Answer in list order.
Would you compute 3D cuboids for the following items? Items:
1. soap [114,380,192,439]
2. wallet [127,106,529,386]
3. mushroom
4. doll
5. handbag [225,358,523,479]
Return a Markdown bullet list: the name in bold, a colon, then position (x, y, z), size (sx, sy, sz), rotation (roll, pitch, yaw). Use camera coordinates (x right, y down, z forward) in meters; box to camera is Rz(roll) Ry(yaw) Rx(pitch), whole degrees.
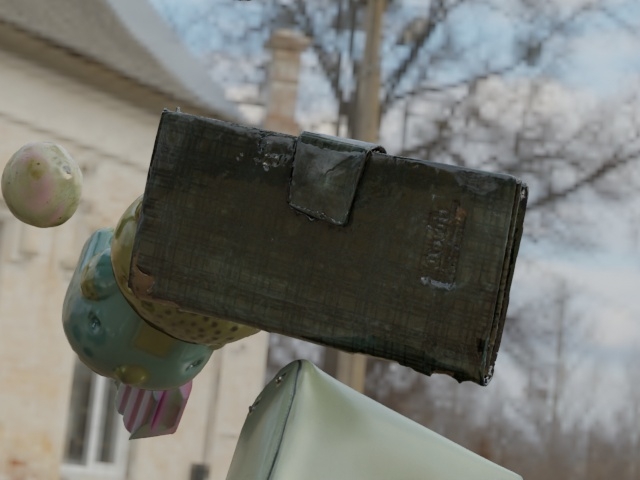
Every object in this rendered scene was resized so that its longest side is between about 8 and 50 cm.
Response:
- **soap**: position (-0.186, 0.150, 1.920), size (0.056, 0.100, 0.149), rotation (-5, -44, -27)
- **wallet**: position (0.000, 0.000, 1.366), size (0.317, 0.169, 0.044), rotation (13, 6, 22)
- **mushroom**: position (-0.264, -0.052, 1.636), size (0.083, 0.083, 0.067), rotation (1, -8, 24)
- **doll**: position (-0.135, 0.039, 1.638), size (0.177, 0.161, 0.261), rotation (28, -36, -18)
- **handbag**: position (0.073, 0.238, 1.323), size (0.315, 0.241, 0.109), rotation (29, -44, -11)
